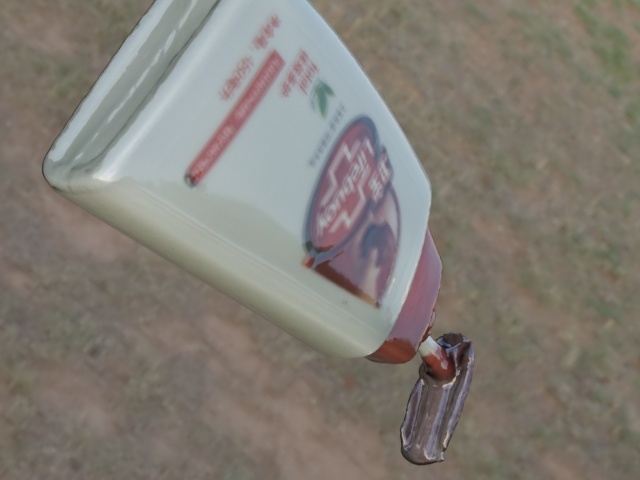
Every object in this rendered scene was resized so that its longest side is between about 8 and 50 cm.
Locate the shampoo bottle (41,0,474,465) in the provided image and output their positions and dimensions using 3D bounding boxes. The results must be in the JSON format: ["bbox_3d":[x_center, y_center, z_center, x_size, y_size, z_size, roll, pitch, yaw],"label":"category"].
[{"bbox_3d":[0.000,0.000,0.772,0.284,0.071,0.153,47,60,-35],"label":"shampoo bottle"}]
